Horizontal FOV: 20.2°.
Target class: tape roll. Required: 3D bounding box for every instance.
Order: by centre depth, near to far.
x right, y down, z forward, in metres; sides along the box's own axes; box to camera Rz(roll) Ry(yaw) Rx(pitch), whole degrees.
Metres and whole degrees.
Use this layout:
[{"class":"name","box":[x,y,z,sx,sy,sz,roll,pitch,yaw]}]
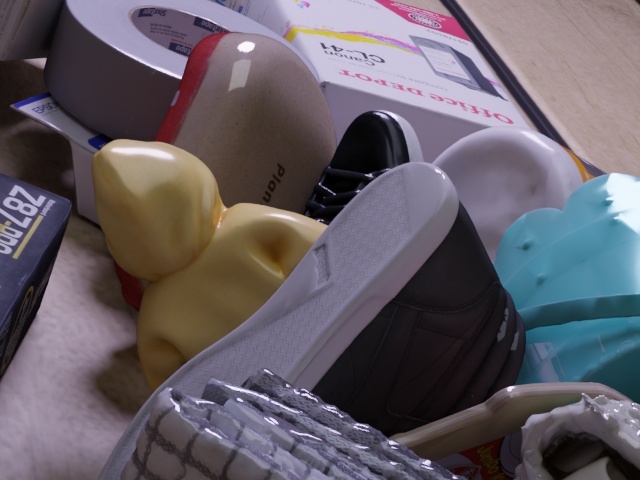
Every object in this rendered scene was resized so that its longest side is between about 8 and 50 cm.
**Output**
[{"class":"tape roll","box":[-0.114,-0.137,1.483,0.219,0.072,0.219,18,24,-8]}]

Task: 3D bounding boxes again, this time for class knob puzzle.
[{"class":"knob puzzle","box":[0.097,0.128,1.023,0.213,0.213,0.030,3,47,-37]}]

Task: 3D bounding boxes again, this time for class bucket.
[{"class":"bucket","box":[0.228,0.106,1.172,0.281,0.281,0.183,16,27,-14]}]

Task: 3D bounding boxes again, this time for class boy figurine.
[{"class":"boy figurine","box":[-0.045,0.052,1.141,0.285,0.177,0.092,43,16,-3]}]

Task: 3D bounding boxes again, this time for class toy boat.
[{"class":"toy boat","box":[-0.091,-0.042,1.304,0.151,0.231,0.151,6,-26,38]}]

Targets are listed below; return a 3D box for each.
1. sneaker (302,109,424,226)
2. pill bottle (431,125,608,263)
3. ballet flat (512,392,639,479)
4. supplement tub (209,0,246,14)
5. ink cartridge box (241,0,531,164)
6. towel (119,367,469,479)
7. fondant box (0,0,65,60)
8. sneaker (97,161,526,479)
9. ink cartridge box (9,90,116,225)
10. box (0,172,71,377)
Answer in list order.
[{"class":"sneaker","box":[0.000,0.000,1.238,0.079,0.217,0.121,4,-13,41]},{"class":"pill bottle","box":[0.200,0.030,1.376,0.278,0.162,0.162,24,15,-44]},{"class":"ballet flat","box":[0.180,0.246,0.844,0.147,0.147,0.409,7,46,-33]},{"class":"supplement tub","box":[-0.102,-0.274,1.959,0.107,0.071,0.071,25,23,10]},{"class":"ink cartridge box","box":[0.049,-0.129,1.696,0.226,0.131,0.306,14,23,-20]},{"class":"towel","box":[0.019,0.211,0.780,0.284,0.235,0.121,29,21,14]},{"class":"fondant box","box":[-0.347,-0.268,1.558,0.330,0.096,0.238,28,13,10]},{"class":"sneaker","box":[0.003,0.106,1.030,0.147,0.296,0.104,46,-3,-33]},{"class":"ink cartridge box","box":[-0.060,-0.020,1.440,0.371,0.069,0.176,31,25,14]},{"class":"box","box":[-0.341,0.024,1.050,0.318,0.097,0.395,19,23,-3]}]
